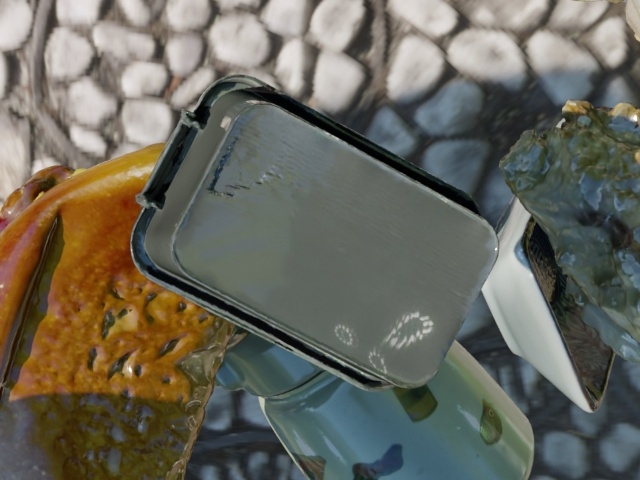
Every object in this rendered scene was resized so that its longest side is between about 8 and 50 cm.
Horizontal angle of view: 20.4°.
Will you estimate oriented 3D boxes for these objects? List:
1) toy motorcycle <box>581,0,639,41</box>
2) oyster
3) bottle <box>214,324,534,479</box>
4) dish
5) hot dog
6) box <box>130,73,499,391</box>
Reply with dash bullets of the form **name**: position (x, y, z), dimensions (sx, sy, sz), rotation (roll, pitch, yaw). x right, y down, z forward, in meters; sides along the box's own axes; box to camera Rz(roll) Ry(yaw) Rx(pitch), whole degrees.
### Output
- **toy motorcycle**: position (0.270, -0.231, 1.548), dimensions (0.094, 0.229, 0.129), rotation (13, 124, -28)
- **oyster**: position (0.288, 0.017, 1.298), dimensions (0.355, 0.107, 0.201), rotation (21, 90, 17)
- **bottle**: position (0.037, 0.126, 1.729), dimensions (0.229, 0.229, 0.351), rotation (-45, 112, -9)
- **dish**: position (0.207, 0.022, 1.610), dimensions (0.080, 0.243, 0.182), rotation (-13, 117, 27)
- **hot dog**: position (-0.201, 0.097, 1.461), dimensions (0.223, 0.185, 0.405), rotation (20, 78, -16)
- **box**: position (0.000, 0.000, 1.208), dimensions (0.243, 0.135, 0.163), rotation (29, 89, -10)
